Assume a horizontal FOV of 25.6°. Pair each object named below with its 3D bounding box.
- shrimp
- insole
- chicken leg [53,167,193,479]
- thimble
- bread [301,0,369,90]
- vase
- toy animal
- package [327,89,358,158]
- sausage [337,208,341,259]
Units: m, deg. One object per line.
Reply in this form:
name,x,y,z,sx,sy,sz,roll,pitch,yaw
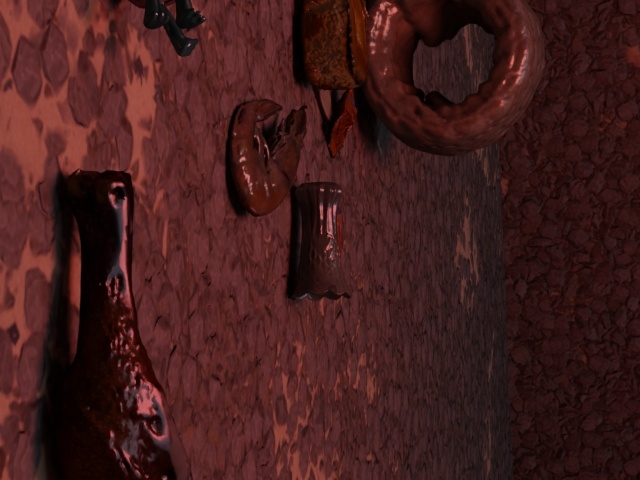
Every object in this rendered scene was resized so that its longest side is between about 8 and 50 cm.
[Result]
shrimp,-0.060,-0.116,1.632,0.223,0.048,0.126,-66,142,-54
insole,-0.005,-0.234,1.892,0.192,0.010,0.063,72,23,-48
chicken leg,-0.158,0.142,1.169,0.158,0.096,0.406,-62,146,-69
thimble,0.193,-0.284,2.155,0.195,0.292,0.291,13,77,-74
bread,0.022,-0.264,1.841,0.128,0.069,0.140,22,65,-73
vase,0.000,0.000,1.792,0.081,0.081,0.148,26,62,-73
toy animal,-0.132,-0.267,1.245,0.103,0.100,0.208,6,67,-37
package,0.034,-0.175,1.986,0.077,0.033,0.110,120,-11,-53
sausage,0.012,0.010,1.910,0.034,0.034,0.129,16,75,-75
